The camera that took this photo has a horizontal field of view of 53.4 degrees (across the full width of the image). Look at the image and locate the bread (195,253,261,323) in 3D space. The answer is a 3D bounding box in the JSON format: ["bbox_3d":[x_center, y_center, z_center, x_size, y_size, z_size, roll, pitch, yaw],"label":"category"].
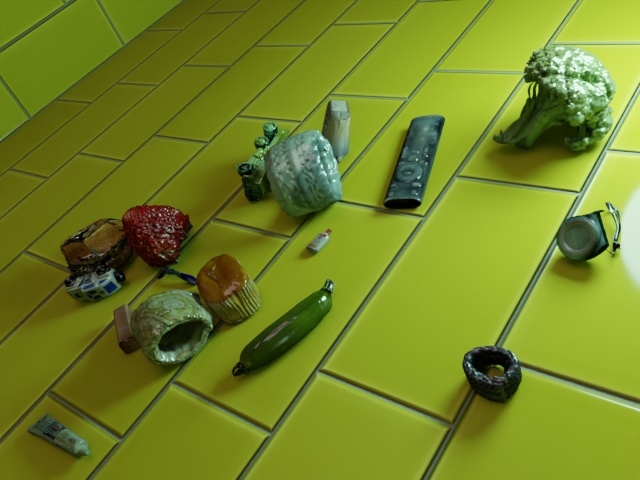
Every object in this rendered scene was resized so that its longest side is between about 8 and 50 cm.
[{"bbox_3d":[-0.239,0.117,1.618,0.132,0.114,0.190,-37,35,-11],"label":"bread"}]

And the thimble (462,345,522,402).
[{"bbox_3d":[0.325,0.246,1.201,0.095,0.066,0.104,-37,39,-10],"label":"thimble"}]

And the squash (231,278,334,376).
[{"bbox_3d":[-0.074,0.201,1.458,0.318,0.071,0.080,-40,40,-18],"label":"squash"}]

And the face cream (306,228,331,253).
[{"bbox_3d":[0.000,0.000,1.687,0.040,0.021,0.083,18,55,39],"label":"face cream"}]

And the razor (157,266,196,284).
[{"bbox_3d":[-0.400,0.099,1.784,0.155,0.028,0.044,11,51,37],"label":"razor"}]

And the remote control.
[{"bbox_3d":[0.268,-0.228,1.786,0.107,0.044,0.377,-5,42,29],"label":"remote control"}]

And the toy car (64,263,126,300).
[{"bbox_3d":[-0.648,0.128,1.839,0.171,0.080,0.070,-18,51,4],"label":"toy car"}]

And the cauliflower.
[{"bbox_3d":[0.618,-0.344,1.619,0.261,0.280,0.327,27,33,20],"label":"cauliflower"}]

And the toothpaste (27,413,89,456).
[{"bbox_3d":[-0.605,0.457,1.484,0.234,0.038,0.060,9,46,39],"label":"toothpaste"}]

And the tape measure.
[{"bbox_3d":[0.591,-0.015,1.382,0.107,0.104,0.180,-21,-2,42],"label":"tape measure"}]

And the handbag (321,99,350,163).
[{"bbox_3d":[0.044,-0.331,1.936,0.095,0.173,0.117,4,29,-1],"label":"handbag"}]

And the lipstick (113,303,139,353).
[{"bbox_3d":[-0.512,0.232,1.679,0.045,0.045,0.145,-31,40,-3],"label":"lipstick"}]

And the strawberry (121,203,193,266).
[{"bbox_3d":[-0.478,-0.028,1.844,0.186,0.202,0.184,-54,25,-5],"label":"strawberry"}]

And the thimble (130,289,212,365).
[{"bbox_3d":[-0.359,0.206,1.558,0.191,0.137,0.143,-27,35,-21],"label":"thimble"}]

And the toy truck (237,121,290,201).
[{"bbox_3d":[-0.149,-0.240,1.962,0.135,0.128,0.259,15,52,22],"label":"toy truck"}]

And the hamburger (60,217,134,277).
[{"bbox_3d":[-0.674,0.026,1.944,0.231,0.106,0.231,-10,31,6],"label":"hamburger"}]

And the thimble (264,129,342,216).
[{"bbox_3d":[-0.049,-0.190,1.784,0.172,0.205,0.250,-20,55,16],"label":"thimble"}]
